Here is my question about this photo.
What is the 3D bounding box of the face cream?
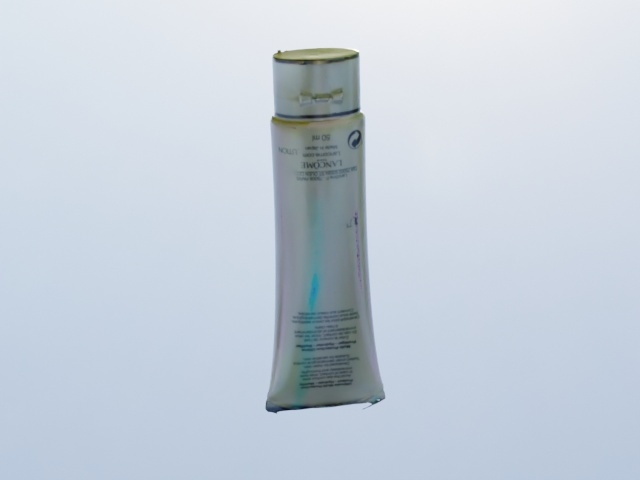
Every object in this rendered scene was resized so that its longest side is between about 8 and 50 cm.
[{"bbox_3d":[0.000,0.000,0.437,0.038,0.115,0.020,-4,-161,-7],"label":"face cream"}]
